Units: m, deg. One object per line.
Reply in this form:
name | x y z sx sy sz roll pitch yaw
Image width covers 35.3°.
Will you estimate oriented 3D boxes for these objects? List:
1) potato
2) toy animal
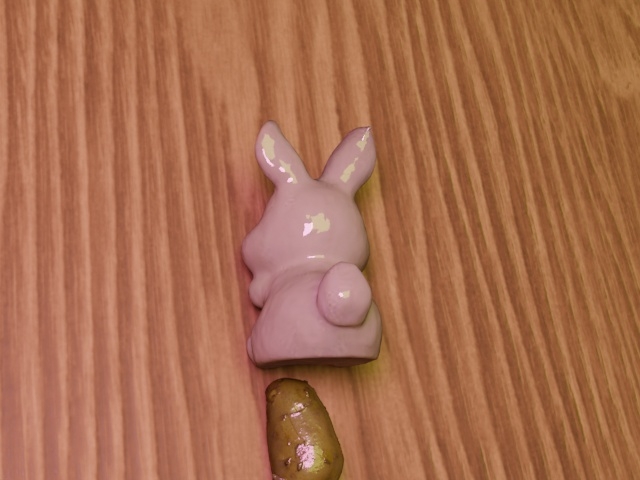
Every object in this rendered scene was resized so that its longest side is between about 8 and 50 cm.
potato | -0.029 0.282 1.416 0.105 0.085 0.188 -17 68 -3
toy animal | -0.003 0.007 1.462 0.196 0.241 0.368 5 65 -20
